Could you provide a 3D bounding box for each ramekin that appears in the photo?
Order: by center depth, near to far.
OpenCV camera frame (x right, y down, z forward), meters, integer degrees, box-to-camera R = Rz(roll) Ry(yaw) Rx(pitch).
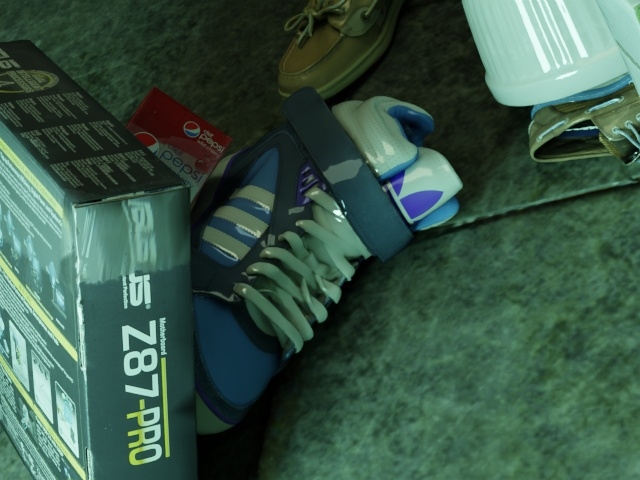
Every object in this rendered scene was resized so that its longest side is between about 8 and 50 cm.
[{"bbox_3d":[0.217,-0.210,1.196,0.207,0.109,0.207,-26,18,9],"label":"ramekin"}]

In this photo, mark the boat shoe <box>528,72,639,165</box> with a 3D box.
[{"bbox_3d":[0.250,-0.095,1.147,0.183,0.066,0.066,-11,48,43],"label":"boat shoe"}]

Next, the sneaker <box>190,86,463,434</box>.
[{"bbox_3d":[0.000,0.000,1.178,0.236,0.130,0.323,-20,35,27],"label":"sneaker"}]

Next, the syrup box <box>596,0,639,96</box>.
[{"bbox_3d":[0.276,-0.122,1.004,0.093,0.237,0.096,-33,39,4],"label":"syrup box"}]

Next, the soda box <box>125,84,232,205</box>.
[{"bbox_3d":[-0.172,-0.034,1.285,0.092,0.083,0.263,-60,10,-28],"label":"soda box"}]

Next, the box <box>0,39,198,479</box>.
[{"bbox_3d":[-0.215,0.041,1.153,0.097,0.318,0.395,-13,27,-24],"label":"box"}]

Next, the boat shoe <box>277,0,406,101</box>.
[{"bbox_3d":[0.034,-0.258,1.457,0.104,0.089,0.285,8,55,42],"label":"boat shoe"}]
